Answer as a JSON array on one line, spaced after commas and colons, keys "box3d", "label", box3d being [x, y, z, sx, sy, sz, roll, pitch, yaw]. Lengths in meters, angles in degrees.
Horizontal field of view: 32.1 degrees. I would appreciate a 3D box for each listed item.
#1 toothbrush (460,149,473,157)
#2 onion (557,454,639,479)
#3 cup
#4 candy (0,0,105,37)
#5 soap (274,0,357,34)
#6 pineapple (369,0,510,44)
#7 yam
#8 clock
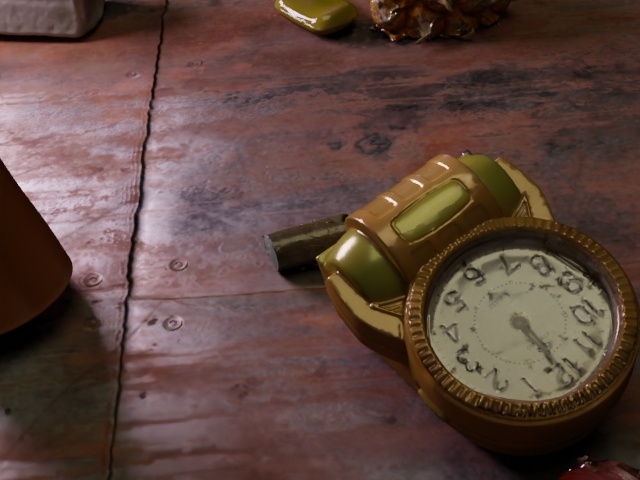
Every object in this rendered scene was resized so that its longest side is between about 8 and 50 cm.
[{"box3d": [0.251, -0.002, 1.340, 0.029, 0.024, 0.354, -24, 45, -7], "label": "toothbrush"}, {"box3d": [0.259, 0.278, 0.944, 0.184, 0.184, 0.147, 34, 97, 36], "label": "onion"}, {"box3d": [-0.412, -0.031, 1.279, 0.182, 0.263, 0.226, -21, 32, -5], "label": "cup"}, {"box3d": [-0.539, -0.447, 1.788, 0.359, 0.208, 0.145, 3, 36, 10], "label": "candy"}, {"box3d": [-0.008, -0.364, 1.755, 0.089, 0.045, 0.140, -35, 51, -25], "label": "soap"}, {"box3d": [0.180, -0.393, 1.721, 0.237, 0.114, 0.186, -12, 42, -3], "label": "pineapple"}, {"box3d": [0.000, 0.000, 1.341, 0.132, 0.054, 0.054, -14, 42, -8], "label": "yam"}, {"box3d": [0.175, 0.074, 1.139, 0.244, 0.200, 0.317, -37, 58, -11], "label": "clock"}]
